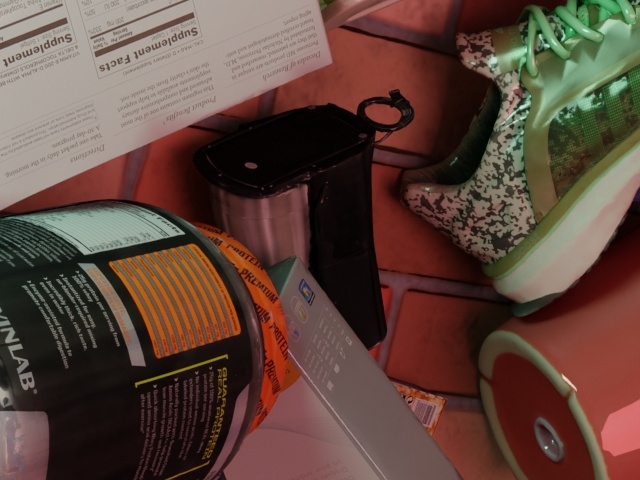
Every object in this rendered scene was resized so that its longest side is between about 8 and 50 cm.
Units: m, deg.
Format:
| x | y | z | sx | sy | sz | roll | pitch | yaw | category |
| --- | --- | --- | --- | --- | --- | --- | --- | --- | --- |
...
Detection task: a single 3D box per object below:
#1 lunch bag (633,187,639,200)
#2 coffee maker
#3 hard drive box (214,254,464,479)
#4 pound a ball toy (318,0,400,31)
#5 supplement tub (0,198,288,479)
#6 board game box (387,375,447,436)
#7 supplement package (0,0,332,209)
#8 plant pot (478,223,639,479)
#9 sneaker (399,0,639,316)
| x | y | z | sx | sy | sz | roll | pitch | yaw | category |
| --- | --- | --- | --- | --- | --- | --- | --- | --- | --- |
| 0.251 | -0.071 | 1.605 | 0.098 | 0.067 | 0.065 | -4 | 105 | -36 | lunch bag |
| 0.000 | 0.000 | 1.385 | 0.171 | 0.120 | 0.178 | -12 | 123 | -8 | coffee maker |
| -0.032 | 0.151 | 1.346 | 0.232 | 0.181 | 0.089 | 53 | 30 | -20 | hard drive box |
| 0.072 | -0.299 | 1.390 | 0.319 | 0.136 | 0.208 | -26 | 92 | -29 | pound a ball toy |
| -0.173 | 0.085 | 1.112 | 0.338 | 0.207 | 0.207 | -12 | 111 | -60 | supplement tub |
| 0.010 | 0.199 | 1.512 | 0.147 | 0.045 | 0.193 | 21 | 89 | -39 | board game box |
| -0.165 | -0.145 | 1.183 | 0.262 | 0.204 | 0.145 | -26 | 115 | -29 | supplement package |
| 0.288 | 0.120 | 1.579 | 0.243 | 0.275 | 0.275 | -24 | 116 | -20 | plant pot |
| 0.202 | -0.137 | 1.443 | 0.182 | 0.158 | 0.410 | 27 | 109 | -13 | sneaker |
